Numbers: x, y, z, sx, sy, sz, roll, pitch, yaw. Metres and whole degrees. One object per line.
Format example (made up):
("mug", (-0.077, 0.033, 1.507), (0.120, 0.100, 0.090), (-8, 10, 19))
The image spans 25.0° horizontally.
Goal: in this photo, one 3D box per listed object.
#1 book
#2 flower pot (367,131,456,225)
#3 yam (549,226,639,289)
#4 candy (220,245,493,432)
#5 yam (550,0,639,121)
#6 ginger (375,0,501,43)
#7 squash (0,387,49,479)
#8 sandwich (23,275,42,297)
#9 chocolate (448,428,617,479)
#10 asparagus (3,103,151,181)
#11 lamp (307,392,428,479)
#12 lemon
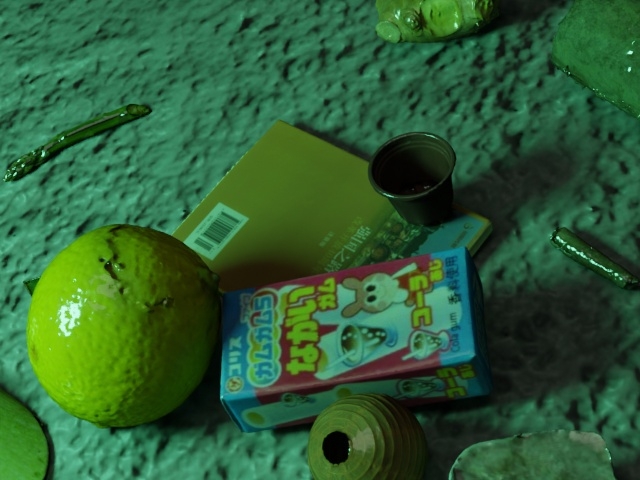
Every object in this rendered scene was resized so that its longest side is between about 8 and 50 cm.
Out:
("book", (0.000, 0.000, 1.866), (0.374, 0.028, 0.262), (29, 67, 33))
("flower pot", (0.122, -0.067, 1.800), (0.111, 0.089, 0.111), (-10, 51, 12))
("yam", (0.331, 0.026, 1.739), (0.033, 0.027, 0.129), (-7, 34, -42))
("candy", (0.039, 0.118, 1.687), (0.306, 0.100, 0.157), (-11, 53, 13))
("yam", (0.441, -0.220, 1.813), (0.168, 0.168, 0.304), (-40, 50, -14))
("ginger", (0.179, -0.336, 2.023), (0.216, 0.102, 0.157), (-12, 24, 15))
("squash", (-0.461, 0.282, 1.804), (0.237, 0.155, 0.204), (-53, 20, -21))
("sandwich", (-0.340, 0.049, 1.880), (0.074, 0.116, 0.074), (-19, 51, 2))
("chocolate", (0.237, 0.341, 1.480), (0.185, 0.100, 0.303), (-8, 53, -2))
("asparagus", (-0.357, -0.148, 2.096), (0.236, 0.027, 0.034), (-27, 62, -4))
("lamp", (0.052, 0.235, 1.598), (0.136, 0.136, 0.136), (-9, 51, 11))
("lemon", (-0.239, 0.108, 1.730), (0.228, 0.228, 0.253), (36, 99, 35))
